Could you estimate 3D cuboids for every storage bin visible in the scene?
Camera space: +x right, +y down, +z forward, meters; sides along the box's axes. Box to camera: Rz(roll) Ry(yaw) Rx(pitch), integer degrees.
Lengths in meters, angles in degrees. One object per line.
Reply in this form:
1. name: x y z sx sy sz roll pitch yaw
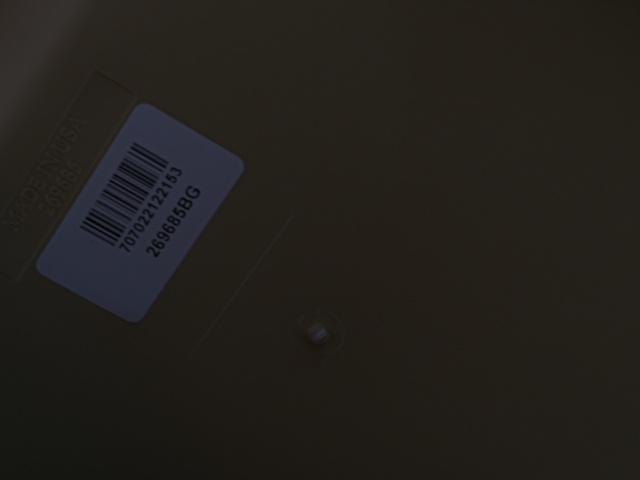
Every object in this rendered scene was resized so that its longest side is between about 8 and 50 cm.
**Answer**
1. storage bin: 0.000 0.000 0.413 0.260 0.262 0.123 32 22 -13
